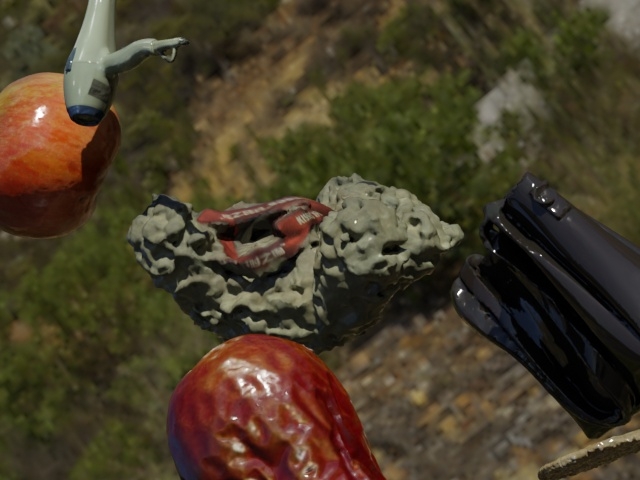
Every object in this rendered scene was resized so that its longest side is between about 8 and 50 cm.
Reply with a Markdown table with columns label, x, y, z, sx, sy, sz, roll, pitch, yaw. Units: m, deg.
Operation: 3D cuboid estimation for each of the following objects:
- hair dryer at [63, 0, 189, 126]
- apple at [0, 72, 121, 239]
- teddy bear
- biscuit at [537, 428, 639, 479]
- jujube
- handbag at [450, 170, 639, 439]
| label | x | y | z | sx | sy | sz | roll | pitch | yaw |
| --- | --- | --- | --- | --- | --- | --- | --- | --- | --- |
| hair dryer | -0.219 | -0.236 | 1.704 | 0.067 | 0.167 | 0.199 | 20 | -39 | -40 |
| apple | -0.339 | -0.105 | 1.888 | 0.209 | 0.164 | 0.209 | -162 | 90 | -82 |
| teddy bear | 0.000 | 0.000 | 1.866 | 0.357 | 0.224 | 0.367 | 0 | 24 | 27 |
| biscuit | 0.240 | 0.181 | 1.298 | 0.120 | 0.015 | 0.120 | -18 | -16 | -5 |
| jujube | -0.037 | 0.216 | 1.511 | 0.190 | 0.255 | 0.190 | -33 | -29 | -22 |
| handbag | 0.260 | 0.073 | 1.609 | 0.113 | 0.257 | 0.285 | -41 | -13 | -21 |
